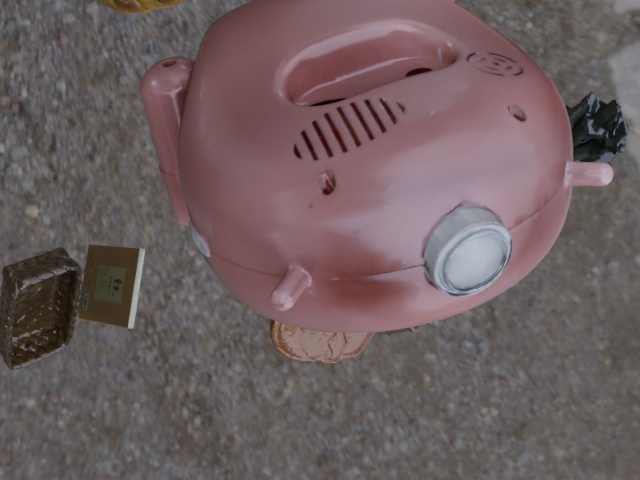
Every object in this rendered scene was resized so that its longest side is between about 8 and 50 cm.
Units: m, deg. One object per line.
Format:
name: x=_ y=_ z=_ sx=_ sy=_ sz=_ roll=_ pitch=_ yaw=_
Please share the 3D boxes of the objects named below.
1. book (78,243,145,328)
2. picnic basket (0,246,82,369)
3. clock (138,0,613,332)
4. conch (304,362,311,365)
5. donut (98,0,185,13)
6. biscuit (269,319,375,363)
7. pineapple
book: x=-0.313 y=0.066 z=1.832 sx=0.012 sy=0.172 sz=0.118 roll=10 pitch=87 yaw=-36
picnic basket: x=-0.376 y=0.088 z=1.623 sx=0.110 sy=0.055 sz=0.193 roll=-22 pitch=151 yaw=-34
clock: x=0.030 y=-0.053 z=0.698 sx=0.227 sy=0.241 sz=0.142 roll=-20 pitch=125 yaw=-13
conch: x=0.015 y=0.079 z=1.783 sx=0.155 sy=0.130 sz=0.207 roll=3 pitch=80 yaw=12
donut: x=-0.261 y=-0.424 z=1.703 sx=0.226 sy=0.114 sz=0.227 roll=9 pitch=134 yaw=9
biscuit: x=0.006 y=0.095 z=1.394 sx=0.130 sy=0.019 sz=0.102 roll=-1 pitch=116 yaw=-20
pineapple: x=0.131 y=-0.029 z=0.965 sx=0.251 sy=0.125 sz=0.125 roll=-34 pitch=117 yaw=12
